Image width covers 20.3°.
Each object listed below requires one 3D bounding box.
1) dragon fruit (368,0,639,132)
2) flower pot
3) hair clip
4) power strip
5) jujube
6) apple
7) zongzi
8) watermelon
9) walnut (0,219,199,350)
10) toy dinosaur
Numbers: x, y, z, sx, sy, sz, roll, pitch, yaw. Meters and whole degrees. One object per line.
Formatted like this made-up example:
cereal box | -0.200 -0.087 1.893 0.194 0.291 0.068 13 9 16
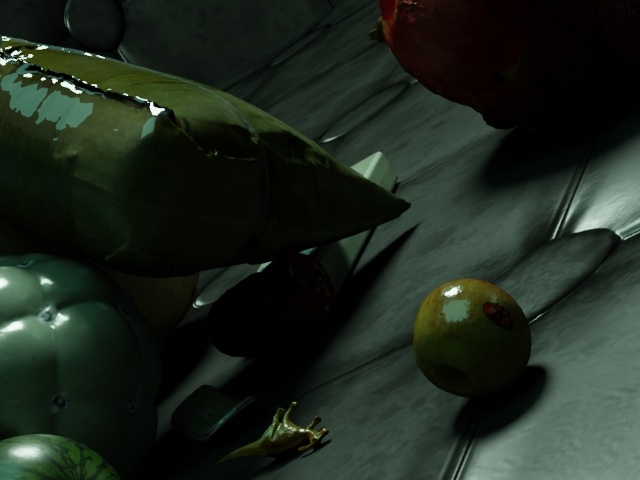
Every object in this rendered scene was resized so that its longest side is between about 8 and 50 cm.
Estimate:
dragon fruit | 0.200 -0.256 1.727 0.295 0.295 0.302 -41 22 -28
flower pot | -0.260 0.134 1.545 0.246 0.246 0.195 -27 24 33
hair clip | -0.091 0.149 1.541 0.054 0.022 0.137 -39 13 -18
power strip | 0.000 0.000 1.826 0.106 0.043 0.367 -29 13 23
jujube | -0.047 0.063 1.626 0.129 0.077 0.077 -28 13 23
apple | 0.101 0.068 1.209 0.084 0.084 0.071 -23 25 44
zongzi | -0.156 -0.081 1.677 0.356 0.174 0.393 23 14 33
watermelon | -0.228 0.221 1.348 0.187 0.140 0.140 -29 13 43
walnut | -0.307 0.015 1.864 0.381 0.381 0.381 -33 12 8
toy dinosaur | -0.036 0.150 1.371 0.113 0.026 0.041 -14 40 36
